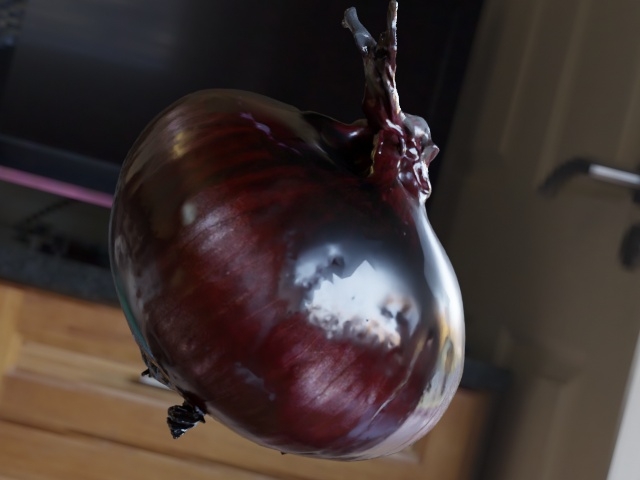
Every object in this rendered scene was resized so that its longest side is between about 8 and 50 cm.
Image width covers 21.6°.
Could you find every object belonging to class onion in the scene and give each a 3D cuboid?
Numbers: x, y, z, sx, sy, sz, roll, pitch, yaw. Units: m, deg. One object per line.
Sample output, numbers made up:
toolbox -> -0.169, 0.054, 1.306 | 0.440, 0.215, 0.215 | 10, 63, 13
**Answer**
onion -> 0.000, 0.000, 1.051 | 0.273, 0.285, 0.273 | 41, 11, -10
